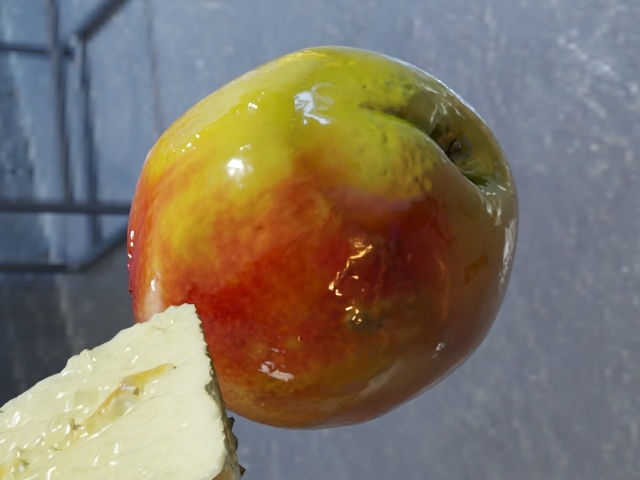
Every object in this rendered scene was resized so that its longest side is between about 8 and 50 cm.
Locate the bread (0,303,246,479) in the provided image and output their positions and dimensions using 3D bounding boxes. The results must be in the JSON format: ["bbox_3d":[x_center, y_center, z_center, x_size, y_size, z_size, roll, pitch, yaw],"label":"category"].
[{"bbox_3d":[-0.141,0.298,0.881,0.242,0.345,0.405,-130,19,-76],"label":"bread"}]

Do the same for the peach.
[{"bbox_3d":[0.000,0.000,1.107,0.231,0.231,0.231,-5,85,62],"label":"peach"}]
